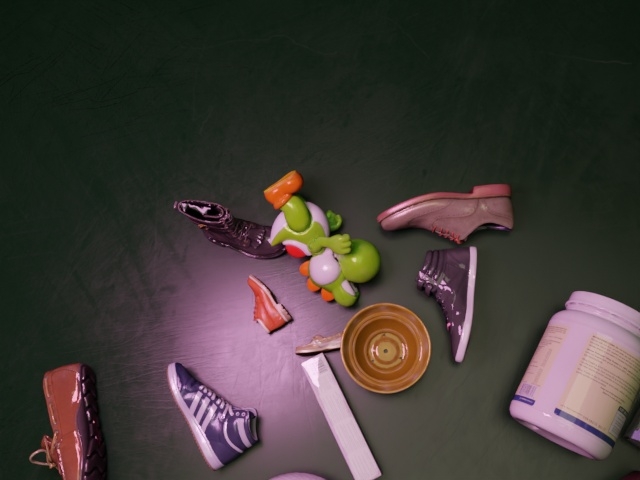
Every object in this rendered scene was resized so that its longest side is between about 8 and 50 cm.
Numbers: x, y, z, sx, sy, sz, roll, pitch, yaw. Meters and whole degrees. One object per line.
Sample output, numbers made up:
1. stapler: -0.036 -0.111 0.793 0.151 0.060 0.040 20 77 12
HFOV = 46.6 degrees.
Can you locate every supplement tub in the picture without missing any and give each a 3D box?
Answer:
1. supplement tub: 0.600 0.304 1.690 0.235 0.235 0.325 27 80 12

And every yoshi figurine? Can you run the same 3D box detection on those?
1. yoshi figurine: 0.023 -0.016 1.851 0.203 0.203 0.362 -38 99 -38

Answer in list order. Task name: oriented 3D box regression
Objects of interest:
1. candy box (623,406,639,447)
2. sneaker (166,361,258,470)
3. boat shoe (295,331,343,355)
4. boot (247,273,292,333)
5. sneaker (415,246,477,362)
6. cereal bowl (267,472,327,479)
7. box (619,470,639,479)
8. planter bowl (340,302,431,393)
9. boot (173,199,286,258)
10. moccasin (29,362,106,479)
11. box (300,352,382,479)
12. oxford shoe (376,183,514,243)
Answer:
1. candy box: 0.834 0.440 1.715 0.196 0.070 0.165 32 81 13
2. sneaker: -0.258 0.403 1.826 0.153 0.099 0.282 -29 81 3
3. boat shoe: 0.001 0.259 1.866 0.135 0.050 0.045 -9 71 -7
4. boot: -0.152 0.162 1.902 0.085 0.059 0.158 -38 76 1
5. sneaker: 0.305 0.152 1.835 0.147 0.104 0.295 4 70 9
6. cereal bowl: -0.068 0.707 1.672 0.339 0.141 0.339 -2 83 18
7. box: 0.683 0.633 1.631 0.203 0.167 0.168 -31 75 -2
8. planter bowl: 0.160 0.267 1.822 0.217 0.090 0.217 -1 75 5
9. boot: -0.219 -0.032 1.868 0.263 0.229 0.091 10 77 9
10. moccasin: -0.622 0.494 1.823 0.147 0.139 0.380 -15 74 3
11. box: 0.050 0.431 1.806 0.067 0.063 0.324 -28 74 0
12. oxford shoe: 0.320 -0.053 1.874 0.348 0.123 0.130 -10 80 5
